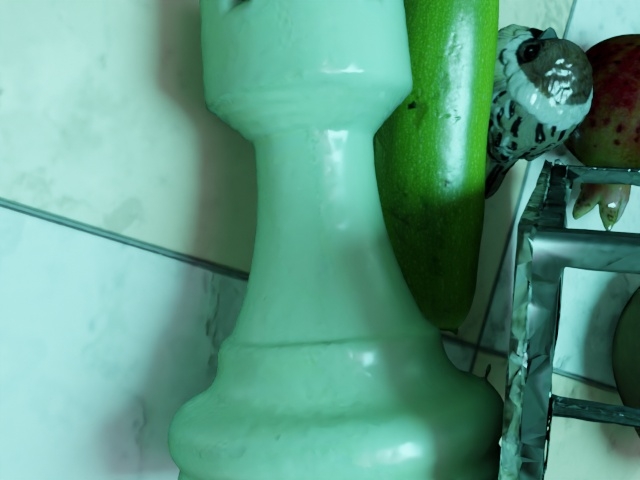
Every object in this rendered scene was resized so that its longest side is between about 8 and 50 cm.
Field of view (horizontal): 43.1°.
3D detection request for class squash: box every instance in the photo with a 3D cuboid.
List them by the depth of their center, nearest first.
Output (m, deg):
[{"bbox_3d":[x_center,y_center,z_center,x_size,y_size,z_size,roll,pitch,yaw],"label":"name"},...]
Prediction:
[{"bbox_3d":[0.079,-0.079,0.565,0.082,0.082,0.293,-2,98,-35],"label":"squash"}]

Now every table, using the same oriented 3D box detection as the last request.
[{"bbox_3d":[0.255,0.081,0.471,0.335,0.272,0.222,-33,126,-69],"label":"table"}]

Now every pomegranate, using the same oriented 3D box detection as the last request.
[{"bbox_3d":[0.247,-0.094,0.672,0.129,0.129,0.159,18,125,-36],"label":"pomegranate"}]

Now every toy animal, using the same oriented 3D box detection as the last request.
[{"bbox_3d":[0.156,-0.093,0.612,0.098,0.098,0.137,-9,108,-34],"label":"toy animal"}]

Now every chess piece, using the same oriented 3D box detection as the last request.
[{"bbox_3d":[0.000,0.000,0.471,0.194,0.194,0.299,-5,90,-35],"label":"chess piece"}]

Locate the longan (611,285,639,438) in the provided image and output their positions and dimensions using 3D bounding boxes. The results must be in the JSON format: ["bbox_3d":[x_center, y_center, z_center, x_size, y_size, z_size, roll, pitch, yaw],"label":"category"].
[{"bbox_3d":[0.364,0.116,0.730,0.196,0.196,0.220,-33,109,-28],"label":"longan"}]
